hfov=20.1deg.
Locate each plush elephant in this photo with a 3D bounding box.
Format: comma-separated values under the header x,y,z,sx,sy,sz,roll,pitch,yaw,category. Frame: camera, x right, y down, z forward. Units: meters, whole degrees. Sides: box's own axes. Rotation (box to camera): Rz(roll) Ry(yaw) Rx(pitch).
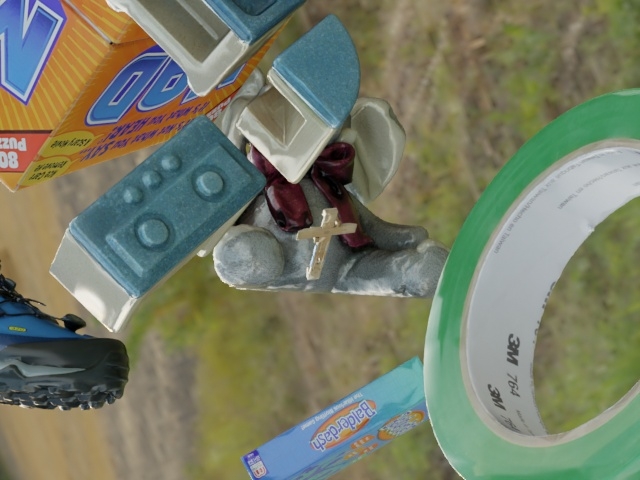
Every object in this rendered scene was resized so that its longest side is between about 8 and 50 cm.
x,y,z,sx,sy,sz,roll,pitch,yaw,category
-0.016,-0.071,1.980,0.330,0.272,0.255,176,99,-71,plush elephant

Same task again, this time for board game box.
x,y,z,sx,sy,sz,roll,pitch,yaw,category
-0.218,-0.320,1.681,0.356,0.356,0.356,44,-153,11,board game box
0.026,0.204,1.902,0.047,0.210,0.160,59,179,14,board game box

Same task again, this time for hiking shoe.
x,y,z,sx,sy,sz,roll,pitch,yaw,category
-0.272,0.042,1.323,0.113,0.304,0.132,34,-111,-66,hiking shoe

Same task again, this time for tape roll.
x,y,z,sx,sy,sz,roll,pitch,yaw,category
0.209,0.049,1.316,0.077,0.321,0.321,25,-168,-32,tape roll

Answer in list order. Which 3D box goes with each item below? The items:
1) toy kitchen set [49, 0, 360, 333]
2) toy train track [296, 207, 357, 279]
x,y,z,sx,sy,sz,roll,pitch,yaw,category
-0.092,-0.097,0.762,0.207,0.166,0.122,45,149,4,toy kitchen set
0.000,0.000,1.399,0.083,0.048,0.014,105,152,-49,toy train track
